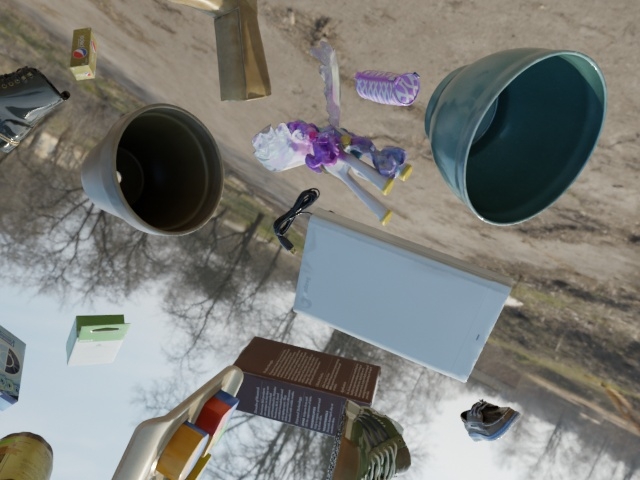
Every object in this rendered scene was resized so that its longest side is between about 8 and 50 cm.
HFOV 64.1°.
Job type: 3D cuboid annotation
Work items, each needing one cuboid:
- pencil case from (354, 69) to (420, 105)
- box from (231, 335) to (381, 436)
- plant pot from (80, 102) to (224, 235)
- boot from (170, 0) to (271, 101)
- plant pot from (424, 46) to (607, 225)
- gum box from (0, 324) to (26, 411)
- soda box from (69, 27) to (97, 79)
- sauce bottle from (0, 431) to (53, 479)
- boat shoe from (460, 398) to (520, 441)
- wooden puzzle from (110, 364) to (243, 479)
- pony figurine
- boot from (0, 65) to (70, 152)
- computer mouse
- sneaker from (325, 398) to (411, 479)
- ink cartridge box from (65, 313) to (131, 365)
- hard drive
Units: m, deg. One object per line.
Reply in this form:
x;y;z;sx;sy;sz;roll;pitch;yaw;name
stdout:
0.175;-0.411;1.364;0.088;0.086;0.206;20;-174;-32;pencil case
-0.042;0.399;1.391;0.382;0.143;0.191;13;-161;10;box
-0.465;-0.172;1.324;0.281;0.322;0.323;1;160;37;plant pot
-0.225;-0.447;1.150;0.236;0.269;0.089;-16;-148;-24;boot
0.306;-0.199;0.891;0.293;0.293;0.196;31;-169;-40;plant pot
-0.690;0.239;1.055;0.156;0.041;0.184;60;175;-37;gum box
-0.787;-0.623;1.701;0.062;0.181;0.058;-8;152;-3;soda box
-0.437;0.363;0.684;0.112;0.111;0.344;29;169;-18;sauce bottle
0.324;0.354;1.010;0.066;0.066;0.183;48;152;15;boat shoe
-0.265;0.420;0.945;0.081;0.321;0.348;28;-173;13;wooden puzzle
0.027;-0.217;1.183;0.364;0.302;0.351;34;168;16;pony figurine
-0.489;-0.235;0.748;0.076;0.137;0.198;51;179;26;boot
0.000;0.000;1.368;0.262;0.184;0.060;42;-160;-25;computer mouse
0.058;0.227;0.551;0.086;0.064;0.192;18;-178;6;sneaker
-0.536;0.227;1.226;0.109;0.209;0.062;4;-128;-34;ink cartridge box
0.114;0.088;0.809;0.308;0.202;0.040;20;-145;13;hard drive
